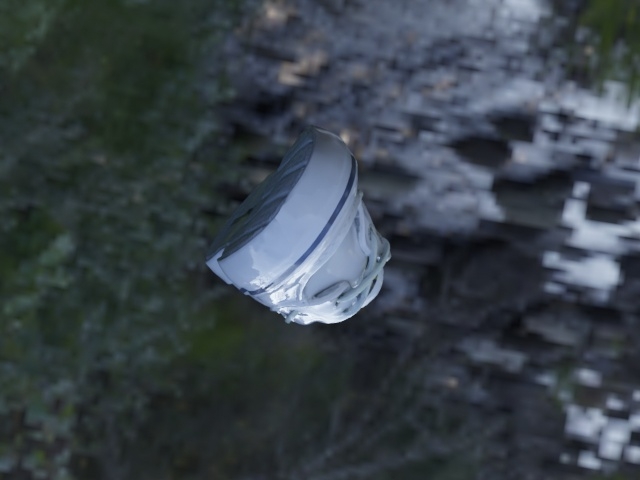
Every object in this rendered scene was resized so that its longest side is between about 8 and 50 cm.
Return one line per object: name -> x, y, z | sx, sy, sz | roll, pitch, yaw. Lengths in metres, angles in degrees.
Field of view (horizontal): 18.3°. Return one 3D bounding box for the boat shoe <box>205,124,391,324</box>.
boat shoe -> 0.000, 0.000, 0.947 | 0.076, 0.083, 0.226 | 34, 176, -5
